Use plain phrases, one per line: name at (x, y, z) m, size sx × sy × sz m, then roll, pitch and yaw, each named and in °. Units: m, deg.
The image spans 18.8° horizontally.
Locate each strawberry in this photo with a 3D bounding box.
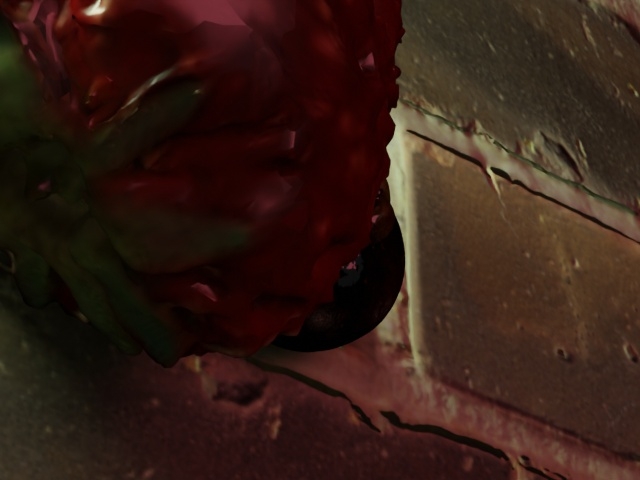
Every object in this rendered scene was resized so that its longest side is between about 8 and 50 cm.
strawberry at (-0.068, -0.127, 1.081) m, size 0.317 × 0.295 × 0.345 m, roll 39°, pitch 60°, yaw 1°

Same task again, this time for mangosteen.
mangosteen at (0.000, 0.000, 1.209) m, size 0.140 × 0.140 × 0.140 m, roll 26°, pitch 48°, yaw -32°
